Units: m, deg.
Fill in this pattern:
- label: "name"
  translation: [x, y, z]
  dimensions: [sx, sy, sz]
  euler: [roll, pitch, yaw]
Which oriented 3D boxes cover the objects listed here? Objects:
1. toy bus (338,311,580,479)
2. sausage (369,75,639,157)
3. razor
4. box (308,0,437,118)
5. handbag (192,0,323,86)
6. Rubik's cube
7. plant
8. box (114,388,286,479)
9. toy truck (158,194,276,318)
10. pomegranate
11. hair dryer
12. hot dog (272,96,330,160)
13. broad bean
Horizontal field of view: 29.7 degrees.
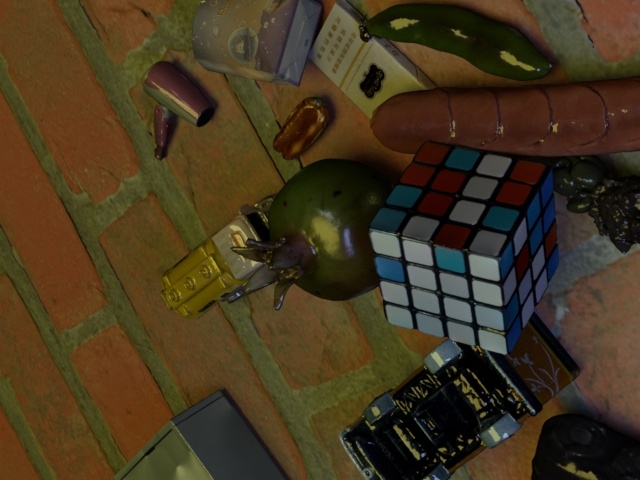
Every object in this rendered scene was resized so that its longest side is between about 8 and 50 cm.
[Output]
- label: "toy bus"
  translation: [0.164, 0.198, 1.460]
  dimensions: [0.138, 0.167, 0.275]
  euler: [52, 129, 10]
- label: "sausage"
  translation: [0.236, -0.130, 1.296]
  dimensions: [0.433, 0.088, 0.088]
  euler: [2, 110, 39]
- label: "razor"
  translation: [0.322, 0.368, 1.435]
  dimensions: [0.189, 0.107, 0.327]
  euler: [25, 125, 31]
- label: "box"
  translation: [0.061, -0.204, 1.464]
  dimensions: [0.167, 0.024, 0.090]
  euler: [46, 133, 16]
- label: "handbag"
  translation: [-0.087, -0.262, 1.523]
  dimensions: [0.173, 0.095, 0.117]
  euler: [16, 86, 35]
- label: "Rubik's cube"
  translation: [0.159, 0.007, 1.314]
  dimensions: [0.155, 0.151, 0.154]
  euler: [12, 139, 27]
- label: "plant"
  translation: [0.311, -0.044, 1.277]
  dimensions: [0.174, 0.085, 0.087]
  euler: [34, 124, 35]
- label: "box"
  translation: [-0.174, 0.390, 1.881]
  dimensions: [0.225, 0.117, 0.225]
  euler: [53, 135, 9]
- label: "toy truck"
  translation: [-0.127, 0.031, 1.675]
  dimensions: [0.227, 0.114, 0.098]
  euler: [-35, 84, 44]
- label: "pomegranate"
  translation: [0.000, 0.000, 1.475]
  dimensions: [0.181, 0.224, 0.181]
  euler: [27, 133, 33]
- label: "hair dryer"
  translation: [-0.212, -0.172, 1.716]
  dimensions: [0.106, 0.054, 0.154]
  euler: [43, 142, 12]
- label: "hot dog"
  translation: [-0.024, -0.145, 1.563]
  dimensions: [0.049, 0.037, 0.122]
  euler: [47, 139, -1]
- label: "broad bean"
  translation: [0.152, -0.230, 1.356]
  dimensions: [0.254, 0.046, 0.065]
  euler: [21, 106, 32]
